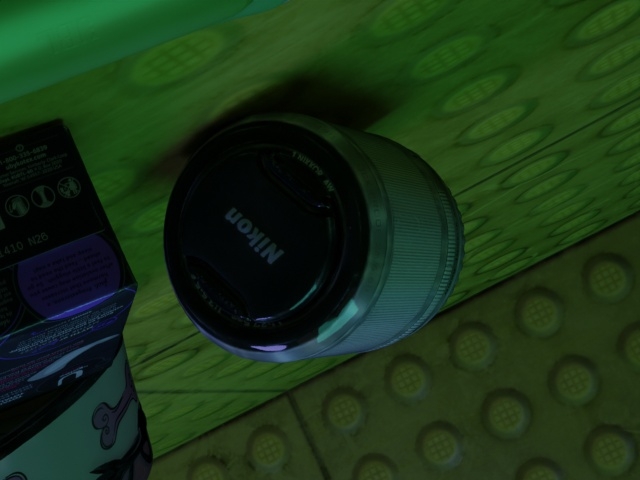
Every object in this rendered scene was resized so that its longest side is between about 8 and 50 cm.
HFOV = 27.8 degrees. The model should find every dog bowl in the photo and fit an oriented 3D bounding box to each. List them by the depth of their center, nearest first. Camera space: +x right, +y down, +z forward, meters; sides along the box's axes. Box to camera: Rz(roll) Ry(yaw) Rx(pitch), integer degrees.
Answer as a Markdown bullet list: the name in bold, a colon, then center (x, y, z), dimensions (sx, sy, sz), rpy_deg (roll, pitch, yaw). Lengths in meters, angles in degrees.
- **dog bowl**: center (-0.350, 0.243, 1.309), dimensions (0.408, 0.150, 0.408), rpy_deg (-26, -167, 7)

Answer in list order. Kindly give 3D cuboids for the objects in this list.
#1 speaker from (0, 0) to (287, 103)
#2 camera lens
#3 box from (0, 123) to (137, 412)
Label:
- **speaker**: center (-0.142, -0.136, 0.628), dimensions (0.296, 0.131, 0.131), rpy_deg (-22, 167, -12)
- **camera lens**: center (0.000, 0.000, 1.214), dimensions (0.219, 0.219, 0.274), rpy_deg (-30, 166, 21)
- **box**: center (-0.260, 0.041, 1.055), dimensions (0.165, 0.143, 0.270), rpy_deg (-21, 167, -20)
